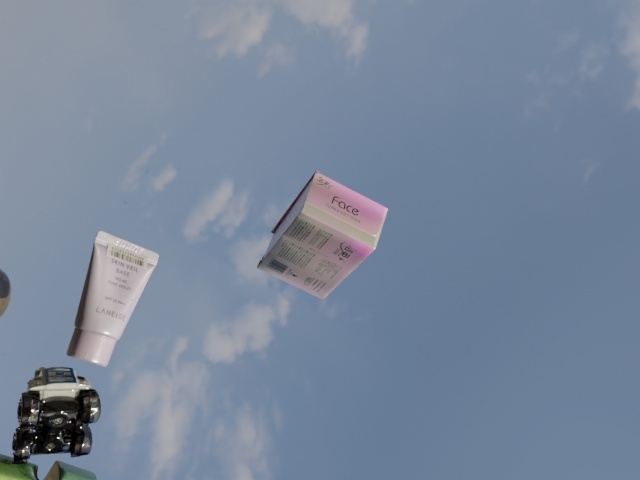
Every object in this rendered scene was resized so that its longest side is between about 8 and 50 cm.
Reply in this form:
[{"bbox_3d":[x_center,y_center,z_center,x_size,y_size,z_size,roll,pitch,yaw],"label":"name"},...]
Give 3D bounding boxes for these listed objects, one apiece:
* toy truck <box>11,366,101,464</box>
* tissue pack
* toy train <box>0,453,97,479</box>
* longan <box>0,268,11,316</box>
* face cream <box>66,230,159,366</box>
[{"bbox_3d":[-0.567,0.359,1.507,0.177,0.161,0.213,52,-51,50],"label":"toy truck"},{"bbox_3d":[0.000,0.000,1.272,0.246,0.148,0.093,-48,-163,56],"label":"tissue pack"},{"bbox_3d":[-0.668,0.558,1.477,0.253,0.397,0.160,-57,-152,5],"label":"toy train"},{"bbox_3d":[-0.837,0.128,1.696,0.184,0.204,0.159,-34,-118,-10],"label":"longan"},{"bbox_3d":[-0.460,0.131,1.548,0.096,0.154,0.274,-2,-112,55],"label":"face cream"}]
